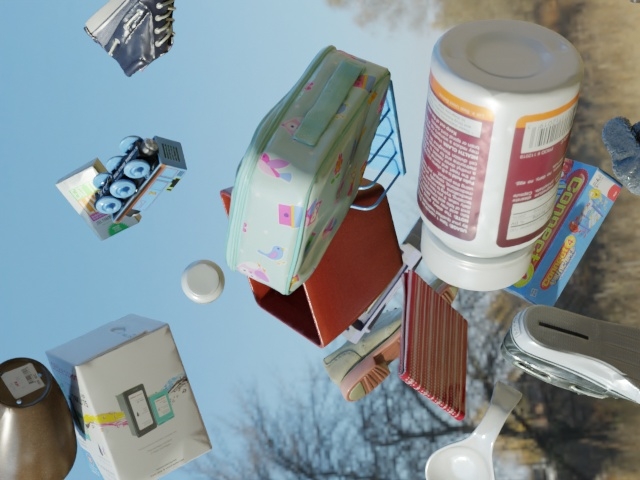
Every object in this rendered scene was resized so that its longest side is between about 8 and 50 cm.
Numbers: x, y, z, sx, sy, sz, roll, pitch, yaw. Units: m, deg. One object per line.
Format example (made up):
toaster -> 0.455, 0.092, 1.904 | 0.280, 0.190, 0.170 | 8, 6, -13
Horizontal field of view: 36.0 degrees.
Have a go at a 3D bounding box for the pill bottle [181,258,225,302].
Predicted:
pill bottle -> -0.316, 0.111, 2.652 | 0.208, 0.117, 0.118 | 141, 124, -82

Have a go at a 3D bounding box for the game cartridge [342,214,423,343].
game cartridge -> 0.173, 0.052, 2.116 | 0.230, 0.068, 0.355 | -47, -8, -42

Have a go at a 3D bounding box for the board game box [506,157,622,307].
board game box -> 0.450, -0.038, 2.123 | 0.308, 0.086, 0.302 | -60, 30, 0

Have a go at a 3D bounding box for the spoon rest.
spoon rest -> 0.293, 0.399, 1.873 | 0.084, 0.137, 0.276 | -39, -26, -63

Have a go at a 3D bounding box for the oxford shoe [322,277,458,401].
oxford shoe -> 0.167, 0.210, 2.416 | 0.146, 0.397, 0.140 | 46, 176, 32

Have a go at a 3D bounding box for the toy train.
toy train -> -0.306, -0.101, 1.644 | 0.105, 0.184, 0.080 | 14, -135, -37

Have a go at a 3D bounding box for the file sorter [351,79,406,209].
file sorter -> 0.041, -0.144, 1.428 | 0.104, 0.118, 0.170 | -53, -35, -36

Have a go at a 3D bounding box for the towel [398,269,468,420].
towel -> 0.200, 0.190, 1.735 | 0.275, 0.031, 0.199 | 41, -133, -52

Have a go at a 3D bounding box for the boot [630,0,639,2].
boot -> 0.469, -0.379, 1.371 | 0.118, 0.042, 0.087 | -21, -54, -41

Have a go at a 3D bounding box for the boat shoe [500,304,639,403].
boat shoe -> 0.458, 0.200, 1.625 | 0.119, 0.335, 0.121 | 119, 173, -57

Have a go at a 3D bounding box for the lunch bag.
lunch bag -> -0.014, -0.096, 1.179 | 0.224, 0.107, 0.279 | 101, -166, -46

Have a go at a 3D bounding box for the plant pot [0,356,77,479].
plant pot -> -0.545, 0.319, 1.785 | 0.230, 0.215, 0.215 | 109, 170, -45

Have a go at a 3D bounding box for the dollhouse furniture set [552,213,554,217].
dollhouse furniture set -> 0.361, -0.162, 1.805 | 0.198, 0.151, 0.301 | 67, 163, -16

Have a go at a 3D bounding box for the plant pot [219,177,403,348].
plant pot -> 0.000, 0.000, 1.869 | 0.267, 0.235, 0.267 | 26, 139, 55

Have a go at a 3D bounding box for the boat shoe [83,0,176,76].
boat shoe -> -0.341, -0.489, 2.084 | 0.158, 0.340, 0.127 | 53, -145, -8

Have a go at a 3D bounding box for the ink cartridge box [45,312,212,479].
ink cartridge box -> -0.371, 0.306, 1.901 | 0.198, 0.197, 0.270 | 4, 114, 58

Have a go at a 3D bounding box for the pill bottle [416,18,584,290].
pill bottle -> 0.267, -0.124, 1.541 | 0.224, 0.223, 0.392 | -83, -4, -48

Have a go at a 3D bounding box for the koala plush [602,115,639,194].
koala plush -> 0.713, -0.156, 1.983 | 0.221, 0.196, 0.203 | 24, -127, -34

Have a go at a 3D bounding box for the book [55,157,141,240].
book -> -0.422, -0.076, 1.876 | 0.144, 0.096, 0.035 | 55, -157, -26
